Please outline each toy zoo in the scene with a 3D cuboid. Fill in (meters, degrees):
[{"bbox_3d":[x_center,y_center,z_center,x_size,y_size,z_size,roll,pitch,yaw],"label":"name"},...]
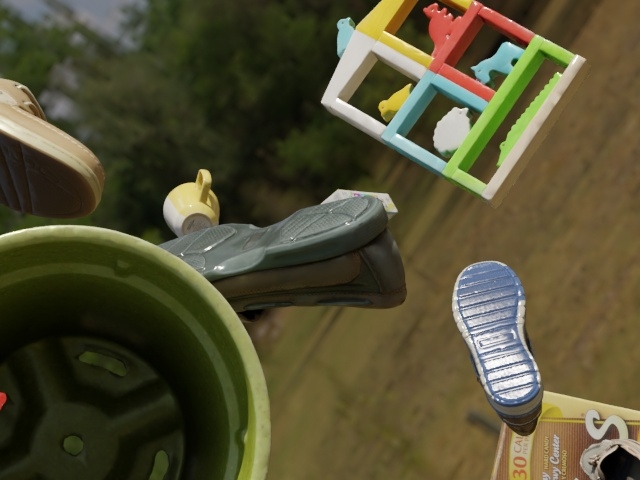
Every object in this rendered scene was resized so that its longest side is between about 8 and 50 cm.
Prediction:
[{"bbox_3d":[0.133,-0.184,2.176,0.192,0.293,0.030,-55,-28,-4],"label":"toy zoo"}]

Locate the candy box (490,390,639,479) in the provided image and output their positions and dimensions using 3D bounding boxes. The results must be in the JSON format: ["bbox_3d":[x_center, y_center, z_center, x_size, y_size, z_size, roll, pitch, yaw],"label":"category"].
[{"bbox_3d":[0.335,0.273,2.021,0.087,0.316,0.183,62,-140,-83],"label":"candy box"}]

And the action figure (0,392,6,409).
[{"bbox_3d":[-0.368,0.139,1.621,0.139,0.280,0.091,-41,25,37],"label":"action figure"}]

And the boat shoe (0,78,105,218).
[{"bbox_3d":[-0.353,-0.129,2.084,0.110,0.341,0.122,-46,-33,-33],"label":"boat shoe"}]

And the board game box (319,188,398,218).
[{"bbox_3d":[0.000,0.000,2.148,0.154,0.026,0.103,-39,-22,26],"label":"board game box"}]

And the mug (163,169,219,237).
[{"bbox_3d":[-0.139,-0.031,2.101,0.062,0.078,0.064,-18,21,-3],"label":"mug"}]

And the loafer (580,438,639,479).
[{"bbox_3d":[0.251,0.186,1.601,0.125,0.039,0.045,7,80,62],"label":"loafer"}]

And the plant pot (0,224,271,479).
[{"bbox_3d":[-0.179,0.144,1.388,0.276,0.276,0.254,-56,0,-10],"label":"plant pot"}]

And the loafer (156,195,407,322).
[{"bbox_3d":[-0.052,0.035,1.488,0.267,0.084,0.096,-12,21,39],"label":"loafer"}]

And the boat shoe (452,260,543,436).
[{"bbox_3d":[0.158,0.098,1.726,0.183,0.066,0.066,-96,-6,-46],"label":"boat shoe"}]
